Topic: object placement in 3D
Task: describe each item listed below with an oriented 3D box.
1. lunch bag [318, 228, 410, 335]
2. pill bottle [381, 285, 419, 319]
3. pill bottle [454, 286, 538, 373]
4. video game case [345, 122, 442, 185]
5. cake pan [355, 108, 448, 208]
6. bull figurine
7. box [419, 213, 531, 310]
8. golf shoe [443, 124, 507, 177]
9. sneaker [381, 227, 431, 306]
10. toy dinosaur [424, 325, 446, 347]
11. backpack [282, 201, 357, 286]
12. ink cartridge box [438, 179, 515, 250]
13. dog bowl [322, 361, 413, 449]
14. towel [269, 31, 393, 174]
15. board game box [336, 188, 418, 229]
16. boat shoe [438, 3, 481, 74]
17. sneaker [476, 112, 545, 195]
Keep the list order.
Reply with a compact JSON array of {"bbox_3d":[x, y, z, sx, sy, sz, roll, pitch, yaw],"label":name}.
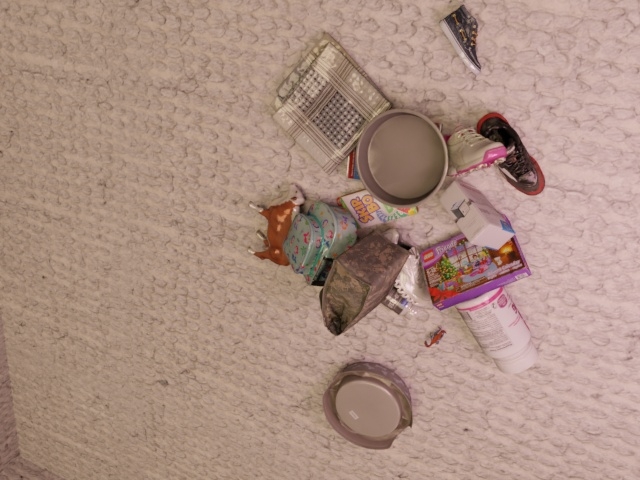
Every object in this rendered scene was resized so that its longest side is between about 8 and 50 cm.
[{"bbox_3d":[0.121,0.143,1.482,0.169,0.235,0.287,36,134,21],"label":"lunch bag"},{"bbox_3d":[0.267,0.209,1.635,0.137,0.078,0.078,34,117,6],"label":"pill bottle"},{"bbox_3d":[0.556,0.267,1.499,0.160,0.160,0.283,-29,99,27],"label":"pill bottle"},{"bbox_3d":[0.224,-0.274,1.485,0.285,0.025,0.204,10,106,21],"label":"video game case"},{"bbox_3d":[0.244,-0.243,1.414,0.293,0.054,0.293,11,112,31],"label":"cake pan"},{"bbox_3d":[-0.156,-0.057,1.689,0.189,0.101,0.310,15,111,20],"label":"bull figurine"},{"bbox_3d":[0.461,0.069,1.450,0.293,0.200,0.057,-28,136,27],"label":"box"},{"bbox_3d":[0.405,-0.252,1.304,0.115,0.306,0.140,-17,95,-4],"label":"golf shoe"},{"bbox_3d":[0.285,0.090,1.564,0.118,0.110,0.292,-32,96,32],"label":"sneaker"},{"bbox_3d":[0.393,0.337,1.644,0.047,0.090,0.082,41,87,20],"label":"toy dinosaur"},{"bbox_3d":[0.000,0.000,1.576,0.191,0.225,0.253,16,117,-34],"label":"backpack"},{"bbox_3d":[0.452,-0.073,1.380,0.082,0.140,0.190,-53,44,29],"label":"ink cartridge box"},{"bbox_3d":[0.185,0.618,1.803,0.349,0.102,0.348,7,111,19],"label":"dog bowl"},{"bbox_3d":[0.017,-0.426,1.494,0.324,0.056,0.312,49,118,7],"label":"towel"},{"bbox_3d":[0.182,-0.117,1.576,0.260,0.039,0.124,-15,102,27],"label":"board game box"},{"bbox_3d":[0.410,-0.554,1.311,0.083,0.065,0.183,-33,94,29],"label":"boat shoe"},{"bbox_3d":[0.539,-0.234,1.342,0.098,0.135,0.276,-34,96,25],"label":"sneaker"}]
